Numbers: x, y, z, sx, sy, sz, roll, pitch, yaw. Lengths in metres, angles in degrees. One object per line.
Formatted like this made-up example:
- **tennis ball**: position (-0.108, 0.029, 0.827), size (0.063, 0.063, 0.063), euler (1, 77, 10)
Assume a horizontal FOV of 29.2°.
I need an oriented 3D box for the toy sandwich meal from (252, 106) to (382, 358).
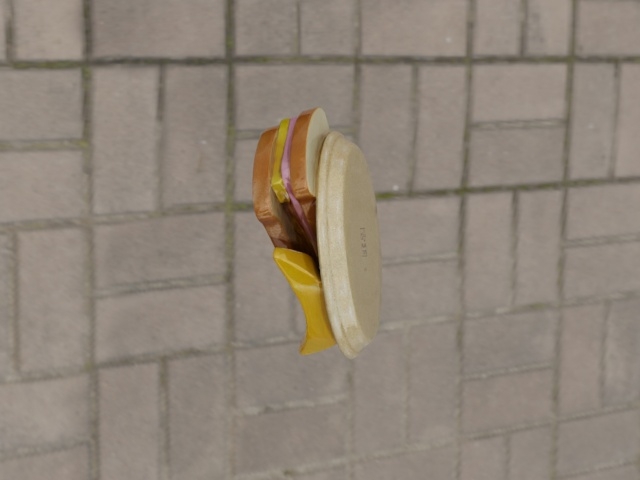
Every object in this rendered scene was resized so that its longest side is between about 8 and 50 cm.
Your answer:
- **toy sandwich meal**: position (0.000, 0.000, 0.414), size (0.029, 0.085, 0.086), euler (-5, 103, 13)
